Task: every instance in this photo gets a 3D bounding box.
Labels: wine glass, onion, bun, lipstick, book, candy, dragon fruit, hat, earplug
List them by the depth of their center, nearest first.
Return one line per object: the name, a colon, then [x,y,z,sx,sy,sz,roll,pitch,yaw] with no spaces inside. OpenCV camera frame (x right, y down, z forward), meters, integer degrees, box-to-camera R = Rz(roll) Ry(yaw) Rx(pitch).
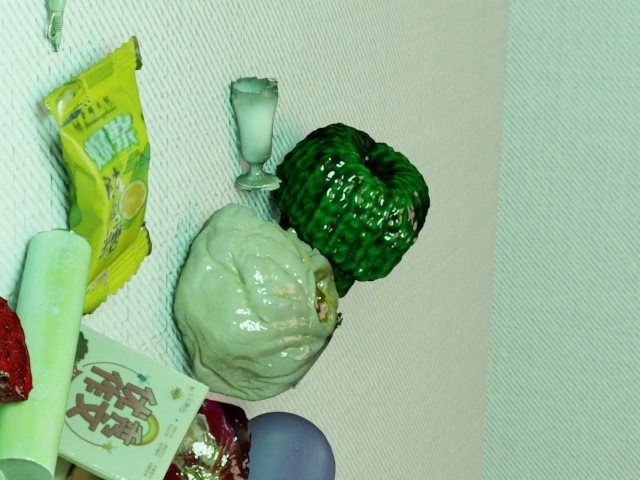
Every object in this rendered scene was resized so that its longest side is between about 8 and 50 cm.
dragon fruit: [-0.367,0.096,1.635,0.162,0.083,0.106,46,28,-32]
lipstick: [-0.301,0.121,1.718,0.076,0.076,0.304,71,18,-50]
book: [-0.257,0.173,1.758,0.162,0.231,0.022,-63,179,-40]
onion: [-0.169,0.277,1.869,0.218,0.139,0.195,-168,-98,-73]
candy: [-0.250,-0.071,1.876,0.187,0.081,0.297,-50,143,-52]
bun: [-0.077,0.094,2.215,0.281,0.204,0.282,10,90,-69]
wine glass: [-0.091,-0.153,2.284,0.072,0.072,0.155,-44,138,-58]
earplug: [-0.097,0.459,2.311,0.215,0.215,0.456,68,33,-53]
hat: [0.000,0.000,2.427,0.332,0.242,0.274,-56,176,17]

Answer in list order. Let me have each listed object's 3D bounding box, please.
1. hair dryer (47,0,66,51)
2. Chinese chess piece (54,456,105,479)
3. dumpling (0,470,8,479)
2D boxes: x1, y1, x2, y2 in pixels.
hair dryer: [-0.281,-0.331,1.761,0.199,0.067,0.167,87,15,-54]
Chinese chess piece: [-0.289,0.311,1.876,0.257,0.104,0.257,7,90,-69]
dumpling: [-0.370,0.264,1.486,0.270,0.211,0.321,-49,160,-38]
